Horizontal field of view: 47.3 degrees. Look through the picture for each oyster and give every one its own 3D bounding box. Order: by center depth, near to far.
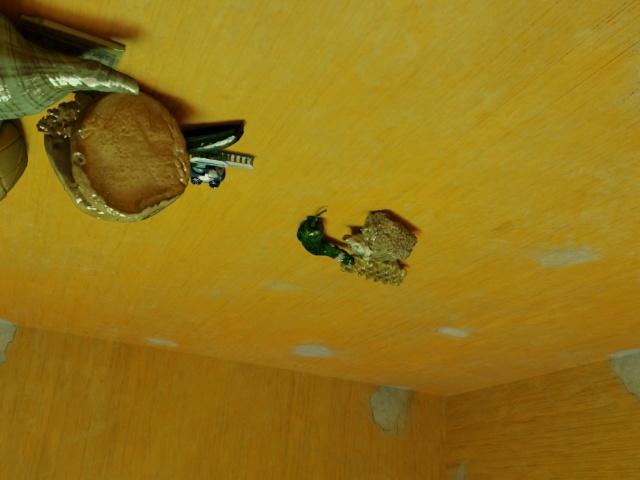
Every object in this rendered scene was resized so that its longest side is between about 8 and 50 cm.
[{"bbox_3d":[0.141,0.027,1.907,0.133,0.072,0.209,2,160,16],"label":"oyster"}]

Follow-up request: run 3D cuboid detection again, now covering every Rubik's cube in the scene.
[{"bbox_3d":[-0.722,-0.184,1.515,0.254,0.254,0.254,5,159,2],"label":"Rubik's cube"}]

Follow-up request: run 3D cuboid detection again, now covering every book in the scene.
[{"bbox_3d":[-0.440,-0.311,1.261,0.168,0.013,0.192,14,158,-23],"label":"book"}]

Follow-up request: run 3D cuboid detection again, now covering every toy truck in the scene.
[{"bbox_3d":[-0.213,-0.153,1.553,0.136,0.063,0.074,7,139,-12],"label":"toy truck"}]

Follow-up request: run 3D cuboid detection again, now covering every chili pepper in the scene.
[{"bbox_3d":[-0.001,0.000,1.876,0.122,0.065,0.279,-4,157,18],"label":"chili pepper"}]

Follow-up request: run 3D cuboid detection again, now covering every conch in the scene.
[{"bbox_3d":[-0.495,-0.261,1.158,0.386,0.169,0.203,26,179,-11],"label":"conch"}]

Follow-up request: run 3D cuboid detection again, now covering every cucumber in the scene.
[{"bbox_3d":[-0.274,-0.193,1.465,0.284,0.056,0.056,-6,156,26],"label":"cucumber"}]

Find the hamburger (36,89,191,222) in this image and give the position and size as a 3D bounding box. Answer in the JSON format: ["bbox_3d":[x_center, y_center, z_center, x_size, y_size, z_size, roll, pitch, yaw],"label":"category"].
[{"bbox_3d":[-0.369,-0.153,1.333,0.286,0.243,0.146,24,155,-34],"label":"hamburger"}]

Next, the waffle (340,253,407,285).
[{"bbox_3d":[0.151,0.084,2.080,0.192,0.046,0.160,6,158,1],"label":"waffle"}]

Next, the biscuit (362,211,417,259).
[{"bbox_3d":[0.169,-0.012,1.795,0.070,0.082,0.168,20,173,41],"label":"biscuit"}]
